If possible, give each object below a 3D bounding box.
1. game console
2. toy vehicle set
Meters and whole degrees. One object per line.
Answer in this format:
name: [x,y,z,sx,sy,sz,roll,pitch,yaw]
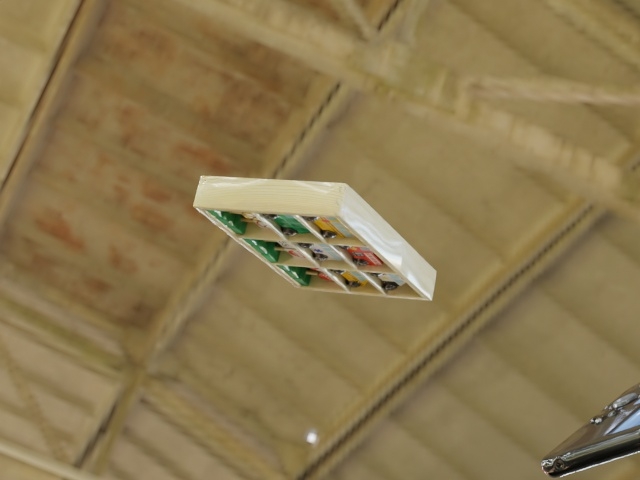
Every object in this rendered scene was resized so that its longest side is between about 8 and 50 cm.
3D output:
game console: [0.526,0.207,2.303,0.386,0.342,0.060,-27,-95,39]
toy vehicle set: [0.000,0.000,1.782,0.166,0.035,0.267,4,-18,26]
